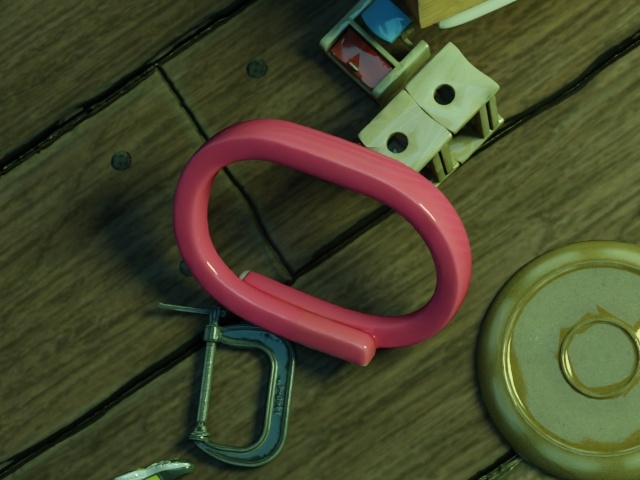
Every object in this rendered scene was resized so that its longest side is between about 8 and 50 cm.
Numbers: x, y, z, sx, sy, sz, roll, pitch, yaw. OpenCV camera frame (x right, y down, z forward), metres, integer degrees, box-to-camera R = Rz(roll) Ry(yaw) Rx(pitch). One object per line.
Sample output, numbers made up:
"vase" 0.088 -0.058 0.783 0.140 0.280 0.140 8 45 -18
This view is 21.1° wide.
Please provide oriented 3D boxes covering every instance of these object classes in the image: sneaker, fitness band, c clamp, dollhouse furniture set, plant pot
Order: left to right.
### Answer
"sneaker" -0.158 0.234 1.655 0.083 0.031 0.035 -16 90 9
"c clamp" -0.092 0.140 1.669 0.137 0.022 0.160 0 77 4
"fitness band" 0.000 0.000 1.603 0.291 0.054 0.209 20 123 14
"dollhouse furniture set" 0.064 -0.145 1.646 0.129 0.129 0.184 -45 77 -2
"plant pot" 0.264 0.112 1.612 0.236 0.032 0.236 -2 78 9

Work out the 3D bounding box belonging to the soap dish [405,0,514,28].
"soap dish" 0.144 -0.359 1.639 0.229 0.118 0.291 -24 53 2
